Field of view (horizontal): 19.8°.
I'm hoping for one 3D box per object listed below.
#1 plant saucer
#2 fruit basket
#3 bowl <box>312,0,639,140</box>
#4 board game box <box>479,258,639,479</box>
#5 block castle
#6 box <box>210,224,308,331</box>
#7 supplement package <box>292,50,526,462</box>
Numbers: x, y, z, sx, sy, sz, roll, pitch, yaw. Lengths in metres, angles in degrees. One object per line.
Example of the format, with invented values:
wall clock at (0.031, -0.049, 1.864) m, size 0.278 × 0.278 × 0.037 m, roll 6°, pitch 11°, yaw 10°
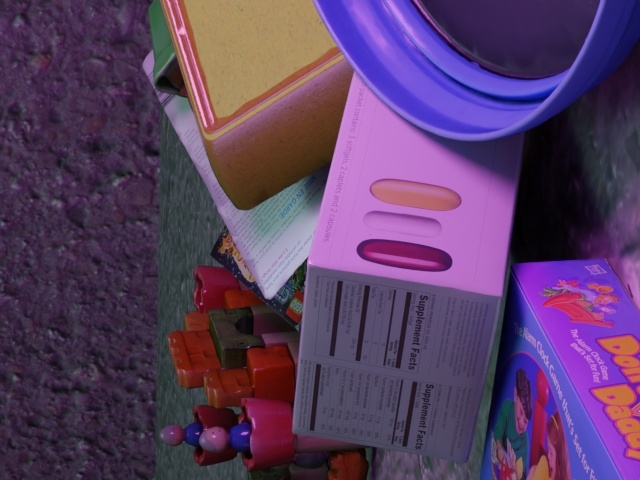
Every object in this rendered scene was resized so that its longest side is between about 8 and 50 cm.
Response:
plant saucer at (-0.038, -0.240, 1.730) m, size 0.332 × 0.081 × 0.333 m, roll -29°, pitch 71°, yaw 37°
fruit basket at (-0.023, -0.173, 1.873) m, size 0.327 × 0.165 × 0.353 m, roll -49°, pitch 58°, yaw 28°
bowl at (0.102, -0.270, 1.308) m, size 0.391 × 0.077 × 0.391 m, roll 33°, pitch 132°, yaw 46°
board game box at (0.202, 0.204, 1.266) m, size 0.347 × 0.078 × 0.233 m, roll -111°, pitch 21°, yaw -55°
block castle at (-0.081, 0.238, 2.304) m, size 0.453 × 0.212 × 0.303 m, roll -117°, pitch 26°, yaw -63°
box at (-0.026, -0.005, 2.073) m, size 0.233 × 0.044 × 0.159 m, roll 36°, pitch 101°, yaw 55°
supplement package at (0.075, 0.004, 1.452) m, size 0.204 × 0.145 × 0.262 m, roll 96°, pitch -175°, yaw -47°
